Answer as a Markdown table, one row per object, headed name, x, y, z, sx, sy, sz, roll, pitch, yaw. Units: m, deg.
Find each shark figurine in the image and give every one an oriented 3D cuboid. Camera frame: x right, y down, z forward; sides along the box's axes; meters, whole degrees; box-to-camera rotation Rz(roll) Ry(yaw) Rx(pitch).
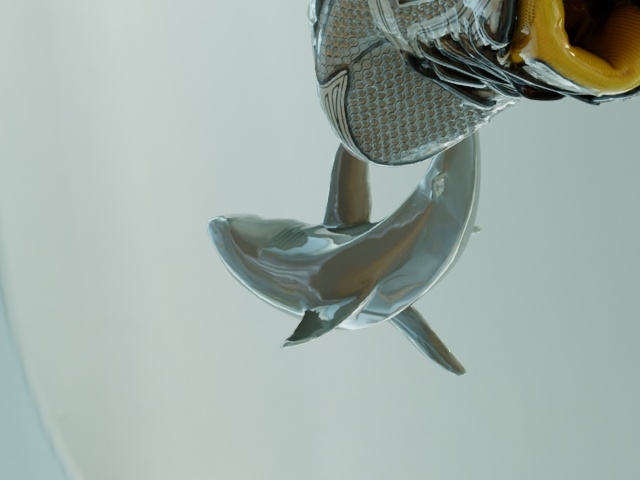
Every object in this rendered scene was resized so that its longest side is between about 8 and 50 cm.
| name | x | y | z | sx | sy | sz | roll | pitch | yaw |
| --- | --- | --- | --- | --- | --- | --- | --- | --- | --- |
| shark figurine | 0.020 | 0.002 | 0.749 | 0.166 | 0.116 | 0.278 | 48 | -35 | 7 |

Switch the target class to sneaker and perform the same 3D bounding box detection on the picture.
| name | x | y | z | sx | sy | sz | roll | pitch | yaw |
| --- | --- | --- | --- | --- | --- | --- | --- | --- | --- |
| sneaker | 0.056 | -0.076 | 0.443 | 0.225 | 0.088 | 0.093 | 133 | -35 | -57 |
